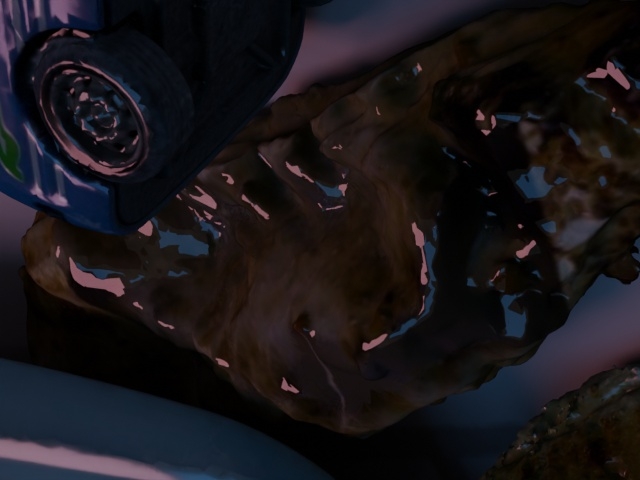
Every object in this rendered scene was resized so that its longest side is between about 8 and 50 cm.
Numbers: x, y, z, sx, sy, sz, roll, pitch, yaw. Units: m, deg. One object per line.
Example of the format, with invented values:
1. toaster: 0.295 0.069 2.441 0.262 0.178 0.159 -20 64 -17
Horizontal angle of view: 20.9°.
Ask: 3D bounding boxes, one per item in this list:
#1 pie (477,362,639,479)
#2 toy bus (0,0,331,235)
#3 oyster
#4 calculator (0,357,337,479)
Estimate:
1. pie: 0.111 0.125 0.514 0.187 0.187 0.041 11 174 27
2. toy bus: -0.067 -0.130 0.432 0.134 0.113 0.246 21 135 20
3. oyster: 0.001 0.002 0.543 0.345 0.078 0.128 -25 102 48
4. calculator: -0.102 0.128 0.697 0.386 0.054 0.256 1 140 34
